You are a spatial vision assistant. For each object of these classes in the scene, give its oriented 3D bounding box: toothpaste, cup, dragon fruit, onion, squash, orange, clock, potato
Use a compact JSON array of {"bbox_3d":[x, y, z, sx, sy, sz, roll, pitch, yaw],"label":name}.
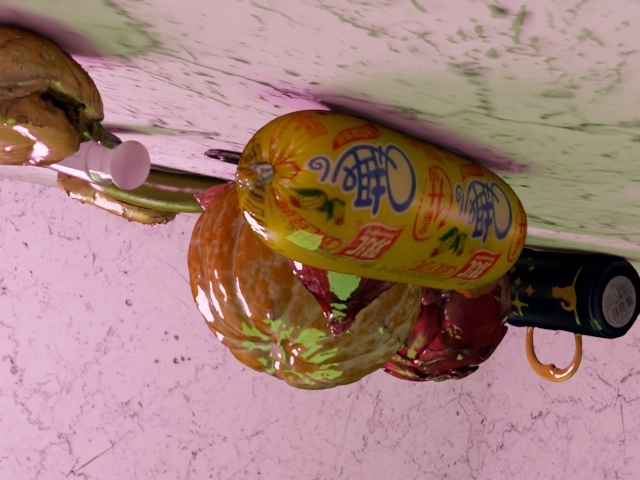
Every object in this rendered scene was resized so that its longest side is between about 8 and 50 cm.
[{"bbox_3d":[-0.346,-0.120,1.031,0.323,0.066,0.100,14,-174,37],"label":"toothpaste"},{"bbox_3d":[0.521,0.146,1.645,0.178,0.254,0.256,-26,-164,-29],"label":"cup"},{"bbox_3d":[0.203,0.123,1.526,0.330,0.329,0.329,10,178,0],"label":"dragon fruit"},{"bbox_3d":[0.029,0.008,0.844,0.160,0.194,0.159,12,-172,-2],"label":"onion"},{"bbox_3d":[-0.269,-0.087,1.363,0.319,0.071,0.080,10,170,-18],"label":"squash"},{"bbox_3d":[-0.024,0.053,1.063,0.330,0.249,0.329,16,145,12],"label":"orange"},{"bbox_3d":[-0.106,-0.102,1.009,0.083,0.010,0.074,11,177,-32],"label":"clock"},{"bbox_3d":[-0.362,-0.089,1.436,0.226,0.090,0.117,17,-162,-11],"label":"potato"}]

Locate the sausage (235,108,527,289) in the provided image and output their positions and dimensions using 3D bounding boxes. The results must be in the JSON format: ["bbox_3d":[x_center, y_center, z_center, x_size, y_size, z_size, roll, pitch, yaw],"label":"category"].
[{"bbox_3d":[0.063,-0.027,0.667,0.123,0.123,0.347,8,178,43],"label":"sausage"}]

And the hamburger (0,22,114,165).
[{"bbox_3d":[-0.197,-0.101,0.561,0.102,0.087,0.176,-2,175,-23],"label":"hamburger"}]

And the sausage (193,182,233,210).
[{"bbox_3d":[0.003,-0.040,1.216,0.433,0.087,0.088,9,178,20],"label":"sausage"}]

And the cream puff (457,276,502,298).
[{"bbox_3d":[0.230,0.020,1.221,0.103,0.126,0.144,25,-179,31],"label":"cream puff"}]
